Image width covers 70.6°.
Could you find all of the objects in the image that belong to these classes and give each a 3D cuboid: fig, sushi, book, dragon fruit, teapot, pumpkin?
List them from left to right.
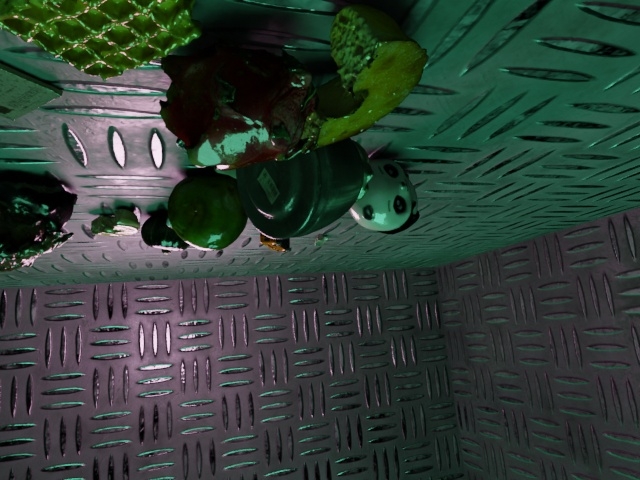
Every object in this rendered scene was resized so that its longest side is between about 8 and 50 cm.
[{"bbox_3d":[-0.515,-0.237,0.666,0.138,0.016,0.198,-11,167,25],"label":"book"},{"bbox_3d":[-0.725,-0.029,1.097,0.225,0.219,0.238,3,166,-21],"label":"sushi"},{"bbox_3d":[-0.499,-0.021,1.477,0.167,0.125,0.167,4,156,2],"label":"pumpkin"},{"bbox_3d":[-0.267,-0.082,1.211,0.206,0.206,0.275,-9,-178,18],"label":"fig"},{"bbox_3d":[-0.127,-0.209,0.654,0.200,0.269,0.198,-46,143,6],"label":"dragon fruit"},{"bbox_3d":[-0.044,-0.121,0.939,0.239,0.240,0.321,-10,171,-44],"label":"teapot"}]

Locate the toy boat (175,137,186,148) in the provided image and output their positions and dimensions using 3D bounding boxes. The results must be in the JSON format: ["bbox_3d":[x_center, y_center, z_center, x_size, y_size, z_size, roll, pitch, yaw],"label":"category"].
[{"bbox_3d":[-0.257,-0.201,0.919,0.083,0.038,0.038,-10,168,26],"label":"toy boat"}]

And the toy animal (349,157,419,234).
[{"bbox_3d":[0.158,-0.110,1.172,0.165,0.187,0.235,-19,167,17],"label":"toy animal"}]

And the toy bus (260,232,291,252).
[{"bbox_3d":[-0.177,-0.006,1.815,0.088,0.083,0.194,-4,167,11],"label":"toy bus"}]

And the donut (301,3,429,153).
[{"bbox_3d":[0.063,-0.234,0.675,0.152,0.101,0.259,-19,165,-31],"label":"donut"}]

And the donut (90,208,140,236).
[{"bbox_3d":[-0.625,-0.054,1.409,0.166,0.065,0.108,-14,166,34],"label":"donut"}]

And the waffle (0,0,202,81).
[{"bbox_3d":[-0.243,-0.270,0.524,0.210,0.055,0.160,-10,169,25],"label":"waffle"}]

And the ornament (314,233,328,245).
[{"bbox_3d":[-0.001,0.000,2.030,0.068,0.041,0.092,-25,169,-34],"label":"ornament"}]

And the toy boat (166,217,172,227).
[{"bbox_3d":[-0.370,-0.063,1.410,0.115,0.114,0.262,-40,161,7],"label":"toy boat"}]
